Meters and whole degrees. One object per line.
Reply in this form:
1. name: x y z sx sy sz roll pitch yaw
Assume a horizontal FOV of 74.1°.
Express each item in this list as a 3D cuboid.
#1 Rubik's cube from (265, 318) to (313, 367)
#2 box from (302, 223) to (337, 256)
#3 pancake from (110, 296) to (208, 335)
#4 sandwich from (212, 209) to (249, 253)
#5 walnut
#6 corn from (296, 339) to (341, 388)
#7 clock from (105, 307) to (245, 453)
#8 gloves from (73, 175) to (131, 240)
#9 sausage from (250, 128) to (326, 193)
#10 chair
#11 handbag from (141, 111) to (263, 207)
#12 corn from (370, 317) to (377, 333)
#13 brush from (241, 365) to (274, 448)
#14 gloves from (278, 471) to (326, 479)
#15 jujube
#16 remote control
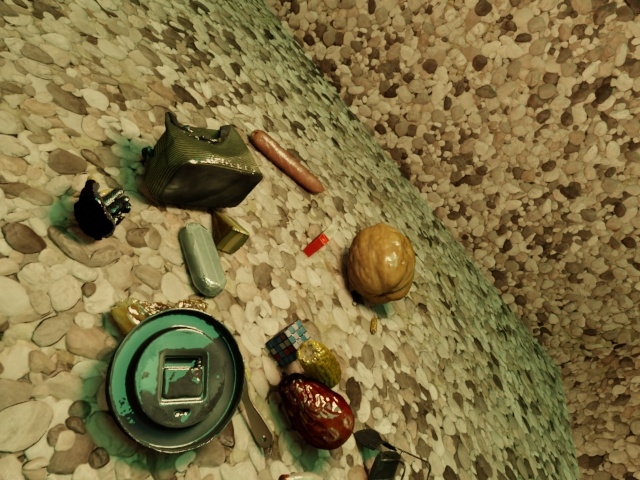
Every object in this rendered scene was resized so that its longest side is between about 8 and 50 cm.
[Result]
1. Rubik's cube: -0.093 0.314 1.298 0.092 0.092 0.092 54 31 3
2. box: 0.000 0.000 1.727 0.048 0.100 0.152 49 31 -1
3. pancake: -0.367 0.204 1.080 0.266 0.057 0.244 50 33 -10
4. sandwich: -0.291 -0.056 1.388 0.079 0.113 0.163 24 41 -38
5. walnut: 0.254 0.087 1.796 0.306 0.306 0.344 27 41 -36
6. corn: -0.001 0.369 1.265 0.310 0.101 0.101 66 10 -53
7. clock: -0.319 0.309 0.962 0.312 0.061 0.312 18 61 -35
8. gloves: -0.570 -0.088 1.094 0.129 0.106 0.181 38 6 -25
9. sausage: -0.140 -0.342 1.906 0.433 0.088 0.088 37 34 -23
10. chair: 0.197 0.696 1.297 0.140 0.221 0.145 24 84 -39
11. handbag: -0.378 -0.244 1.333 0.340 0.247 0.240 -1 59 -46
12. corn: 0.221 0.350 1.737 0.028 0.027 0.083 25 35 -4
13. brush: -0.196 0.392 1.119 0.313 0.072 0.067 60 18 10
14. gloves: -0.013 0.644 1.033 0.219 0.131 0.140 53 22 -14
15. jujube: -0.015 0.469 1.185 0.236 0.168 0.168 47 31 -1
16. remote control: -0.350 0.052 1.266 0.104 0.052 0.247 7 50 -51
